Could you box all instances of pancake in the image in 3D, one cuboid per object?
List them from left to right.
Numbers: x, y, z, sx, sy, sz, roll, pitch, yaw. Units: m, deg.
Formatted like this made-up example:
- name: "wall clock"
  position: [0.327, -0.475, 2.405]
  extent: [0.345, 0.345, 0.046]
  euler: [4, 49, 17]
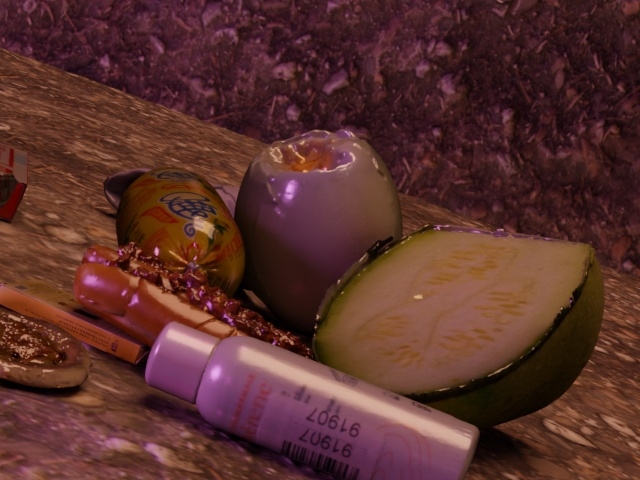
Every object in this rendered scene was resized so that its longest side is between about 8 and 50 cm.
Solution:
- name: "pancake"
  position: [-0.248, 0.080, 1.315]
  extent: [0.152, 0.025, 0.151]
  euler: [19, 8, -3]

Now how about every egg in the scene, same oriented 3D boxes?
- name: "egg"
  position: [0.000, 0.000, 1.800]
  extent: [0.183, 0.217, 0.183]
  euler: [-10, 24, 5]

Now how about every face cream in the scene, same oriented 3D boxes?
- name: "face cream"
  position: [-0.011, 0.137, 1.339]
  extent: [0.269, 0.082, 0.082]
  euler: [20, 8, 5]

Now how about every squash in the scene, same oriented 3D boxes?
- name: "squash"
  position: [0.114, 0.078, 1.591]
  extent: [0.234, 0.210, 0.309]
  euler: [10, -1, 25]

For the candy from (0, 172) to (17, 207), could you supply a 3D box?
- name: "candy"
  position: [-0.385, -0.051, 1.732]
  extent: [0.046, 0.053, 0.182]
  euler: [24, 11, 29]

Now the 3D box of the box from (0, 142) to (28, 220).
- name: "box"
  position: [-0.397, -0.083, 1.908]
  extent: [0.123, 0.050, 0.229]
  euler: [20, 8, -14]

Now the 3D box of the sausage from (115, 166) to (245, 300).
- name: "sausage"
  position: [-0.148, -0.001, 1.736]
  extent: [0.123, 0.123, 0.347]
  euler: [19, 8, -13]

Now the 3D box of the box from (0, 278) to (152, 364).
- name: "box"
  position: [-0.207, 0.071, 1.484]
  extent: [0.149, 0.020, 0.073]
  euler: [23, 8, 14]

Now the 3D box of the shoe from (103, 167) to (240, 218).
- name: "shoe"
  position: [-0.157, -0.032, 2.043]
  extent: [0.138, 0.095, 0.245]
  euler: [8, 11, -41]

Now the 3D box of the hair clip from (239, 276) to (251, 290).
- name: "hair clip"
  position: [-0.108, 0.037, 1.927]
  extent: [0.054, 0.022, 0.137]
  euler: [19, 3, -19]

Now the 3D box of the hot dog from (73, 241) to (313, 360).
- name: "hot dog"
  position: [-0.098, 0.075, 1.448]
  extent: [0.249, 0.076, 0.102]
  euler: [31, 6, 8]
